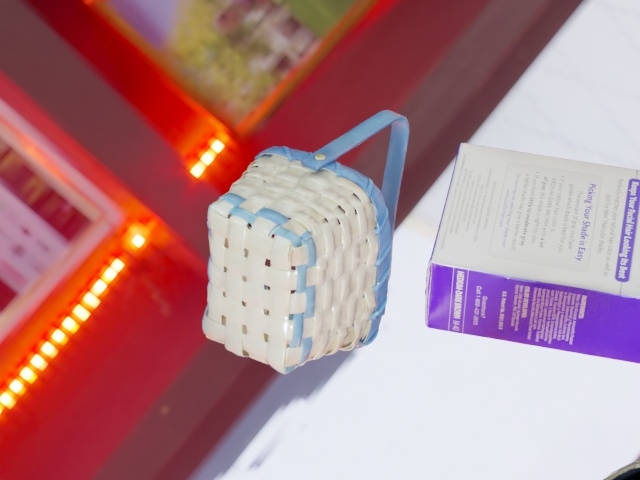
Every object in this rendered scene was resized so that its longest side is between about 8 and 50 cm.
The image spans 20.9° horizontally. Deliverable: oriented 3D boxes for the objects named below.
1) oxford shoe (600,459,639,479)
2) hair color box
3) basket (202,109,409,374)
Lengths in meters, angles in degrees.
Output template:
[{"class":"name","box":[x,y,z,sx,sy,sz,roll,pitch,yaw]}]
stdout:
[{"class":"oxford shoe","box":[0.161,0.272,1.267,0.130,0.348,0.123,18,-153,-44]},{"class":"hair color box","box":[0.288,0.020,1.754,0.339,0.185,0.110,9,136,10]},{"class":"basket","box":[0.000,0.000,1.993,0.201,0.289,0.255,25,124,34]}]
